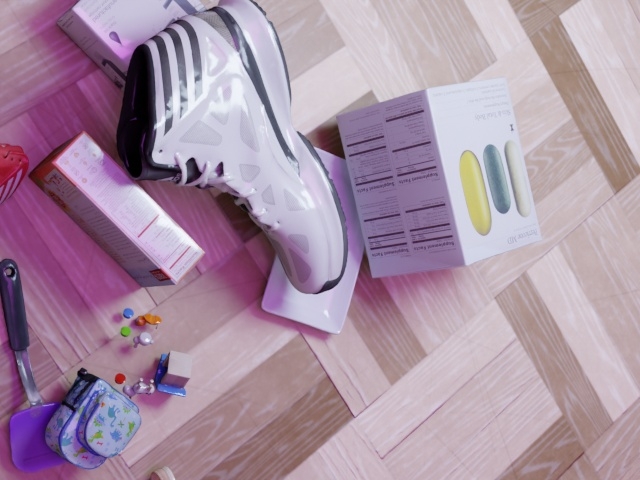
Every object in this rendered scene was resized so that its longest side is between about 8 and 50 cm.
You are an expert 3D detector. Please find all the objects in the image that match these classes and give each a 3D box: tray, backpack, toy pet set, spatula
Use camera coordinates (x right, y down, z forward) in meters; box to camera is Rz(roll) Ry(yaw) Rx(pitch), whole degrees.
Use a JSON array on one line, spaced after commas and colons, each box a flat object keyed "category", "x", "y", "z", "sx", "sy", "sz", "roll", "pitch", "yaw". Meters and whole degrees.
[{"category": "tray", "x": 0.000, "y": 0.000, "z": 1.649, "sx": 0.145, "sy": 0.030, "sz": 0.270, "roll": 21, "pitch": 77, "yaw": -24}, {"category": "backpack", "x": -0.311, "y": 0.252, "z": 1.434, "sx": 0.114, "sy": 0.084, "sz": 0.105, "roll": -56, "pitch": 132, "yaw": -19}, {"category": "toy pet set", "x": -0.243, "y": 0.176, "z": 1.507, "sx": 0.114, "sy": 0.065, "sz": 0.122, "roll": 16, "pitch": 51, "yaw": -18}, {"category": "spatula", "x": -0.403, "y": 0.171, "z": 1.436, "sx": 0.084, "sy": 0.030, "sz": 0.296, "roll": -12, "pitch": 91, "yaw": -33}]

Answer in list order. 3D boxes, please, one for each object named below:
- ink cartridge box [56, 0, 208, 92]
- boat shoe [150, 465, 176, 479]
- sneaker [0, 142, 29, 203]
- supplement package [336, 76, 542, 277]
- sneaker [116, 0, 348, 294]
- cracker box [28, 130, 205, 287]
[{"category": "ink cartridge box", "x": -0.241, "y": -0.291, "z": 1.516, "sx": 0.218, "sy": 0.092, "sz": 0.158, "roll": 47, "pitch": 69, "yaw": -18}, {"category": "boat shoe", "x": -0.232, "y": 0.407, "z": 1.487, "sx": 0.059, "sy": 0.063, "sz": 0.170, "roll": -1, "pitch": 87, "yaw": -32}, {"category": "sneaker", "x": -0.459, "y": -0.126, "z": 1.368, "sx": 0.087, "sy": 0.221, "sz": 0.128, "roll": 34, "pitch": 52, "yaw": 25}, {"category": "supplement package", "x": 0.184, "y": -0.097, "z": 1.629, "sx": 0.199, "sy": 0.198, "sz": 0.262, "roll": -15, "pitch": 93, "yaw": -42}, {"category": "sneaker", "x": -0.140, "y": -0.088, "z": 1.456, "sx": 0.257, "sy": 0.169, "sz": 0.447, "roll": -30, "pitch": 110, "yaw": -28}, {"category": "cracker box", "x": -0.281, "y": -0.037, "z": 1.442, "sx": 0.232, "sy": 0.156, "sz": 0.067, "roll": 47, "pitch": 68, "yaw": -16}]
